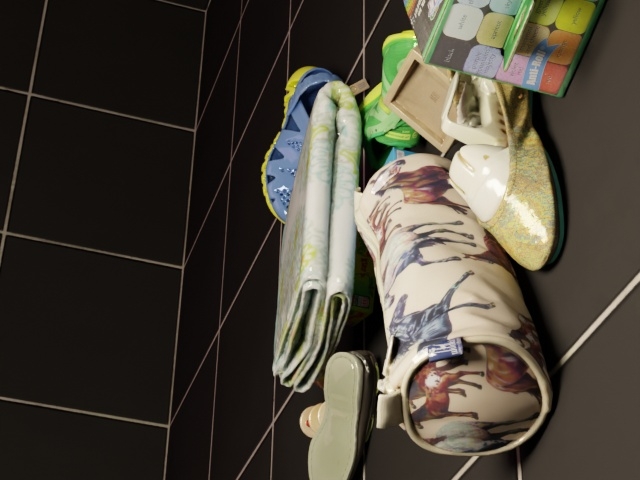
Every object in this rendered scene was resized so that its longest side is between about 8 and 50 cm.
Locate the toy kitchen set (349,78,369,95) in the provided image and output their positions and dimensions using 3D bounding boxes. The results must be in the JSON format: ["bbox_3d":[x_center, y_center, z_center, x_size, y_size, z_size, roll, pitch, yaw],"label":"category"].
[{"bbox_3d":[0.065,-0.226,2.463,0.083,0.075,0.068,61,166,-1],"label":"toy kitchen set"}]

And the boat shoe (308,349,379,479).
[{"bbox_3d":[0.040,0.271,2.092,0.081,0.068,0.228,19,104,36],"label":"boat shoe"}]

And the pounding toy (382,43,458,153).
[{"bbox_3d":[0.155,-0.201,1.891,0.100,0.130,0.141,-42,-12,-38],"label":"pounding toy"}]

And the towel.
[{"bbox_3d":[0.000,0.000,2.168,0.320,0.090,0.375,109,167,-55],"label":"towel"}]

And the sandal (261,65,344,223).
[{"bbox_3d":[-0.023,-0.180,2.593,0.138,0.126,0.317,155,124,-68],"label":"sandal"}]

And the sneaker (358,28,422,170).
[{"bbox_3d":[0.129,-0.201,2.081,0.295,0.109,0.124,113,155,-59],"label":"sneaker"}]

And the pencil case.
[{"bbox_3d":[0.135,0.061,1.647,0.410,0.183,0.160,-99,18,-56],"label":"pencil case"}]

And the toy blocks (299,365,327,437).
[{"bbox_3d":[0.005,0.249,2.264,0.148,0.054,0.123,145,135,-70],"label":"toy blocks"}]

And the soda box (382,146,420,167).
[{"bbox_3d":[0.122,-0.024,2.001,0.071,0.067,0.210,119,158,-49],"label":"soda box"}]

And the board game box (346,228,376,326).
[{"bbox_3d":[0.057,0.035,2.254,0.092,0.043,0.181,134,145,-66],"label":"board game box"}]

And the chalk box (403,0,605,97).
[{"bbox_3d":[0.214,-0.291,1.640,0.289,0.179,0.180,-101,27,-54],"label":"chalk box"}]

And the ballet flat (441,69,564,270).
[{"bbox_3d":[0.199,-0.106,1.672,0.123,0.123,0.349,116,160,-44],"label":"ballet flat"}]
